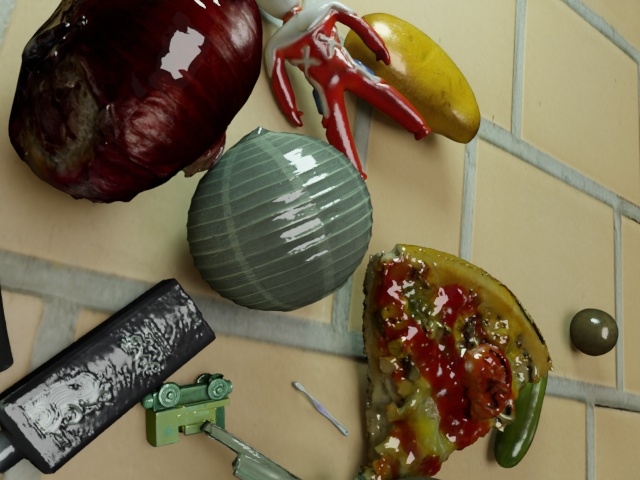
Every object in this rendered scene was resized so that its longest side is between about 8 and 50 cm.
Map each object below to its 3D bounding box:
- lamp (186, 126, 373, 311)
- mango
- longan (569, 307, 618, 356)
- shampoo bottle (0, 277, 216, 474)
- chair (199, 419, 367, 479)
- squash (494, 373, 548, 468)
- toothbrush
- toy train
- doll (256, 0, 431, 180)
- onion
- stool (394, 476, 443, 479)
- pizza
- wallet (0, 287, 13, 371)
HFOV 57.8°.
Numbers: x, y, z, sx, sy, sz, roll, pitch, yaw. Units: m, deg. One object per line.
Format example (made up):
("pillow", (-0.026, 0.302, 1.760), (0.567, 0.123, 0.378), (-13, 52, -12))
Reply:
("lamp", (-0.049, -0.032, 0.752), (0.265, 0.233, 0.233), (-24, 95, -29))
("mango", (0.161, -0.279, 1.023), (0.295, 0.120, 0.177), (33, 56, -29))
("longan", (0.595, 0.202, 1.266), (0.119, 0.106, 0.106), (68, 40, -58))
("shampoo bottle", (-0.267, 0.169, 0.656), (0.309, 0.071, 0.098), (-39, 107, -32))
("chair", (-0.053, 0.352, 0.707), (0.274, 0.190, 0.203), (35, 86, -21))
("squash", (0.389, 0.315, 1.108), (0.069, 0.069, 0.258), (41, 61, -23))
("toothbrush", (0.002, 0.254, 0.870), (0.131, 0.013, 0.011), (49, 68, -20))
("toy train", (-0.167, 0.211, 0.733), (0.122, 0.050, 0.081), (1, 85, -36))
("doll", (0.003, -0.278, 0.896), (0.188, 0.099, 0.384), (-34, 99, 3))
("onion", (-0.183, -0.170, 0.631), (0.232, 0.314, 0.314), (40, 60, -30))
("stool", (0.153, 0.492, 0.798), (0.179, 0.179, 0.264), (-29, 112, -36))
("pizza", (0.199, 0.243, 0.913), (0.440, 0.130, 0.406), (32, 77, -28))
("wallet", (-0.416, 0.016, 0.600), (0.146, 0.030, 0.285), (-9, 88, -40))
